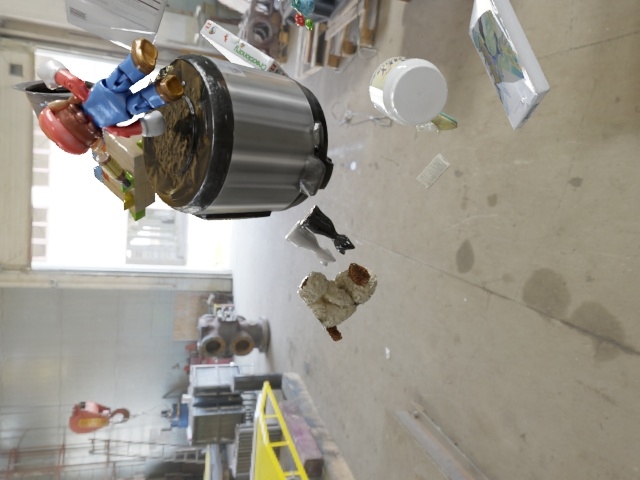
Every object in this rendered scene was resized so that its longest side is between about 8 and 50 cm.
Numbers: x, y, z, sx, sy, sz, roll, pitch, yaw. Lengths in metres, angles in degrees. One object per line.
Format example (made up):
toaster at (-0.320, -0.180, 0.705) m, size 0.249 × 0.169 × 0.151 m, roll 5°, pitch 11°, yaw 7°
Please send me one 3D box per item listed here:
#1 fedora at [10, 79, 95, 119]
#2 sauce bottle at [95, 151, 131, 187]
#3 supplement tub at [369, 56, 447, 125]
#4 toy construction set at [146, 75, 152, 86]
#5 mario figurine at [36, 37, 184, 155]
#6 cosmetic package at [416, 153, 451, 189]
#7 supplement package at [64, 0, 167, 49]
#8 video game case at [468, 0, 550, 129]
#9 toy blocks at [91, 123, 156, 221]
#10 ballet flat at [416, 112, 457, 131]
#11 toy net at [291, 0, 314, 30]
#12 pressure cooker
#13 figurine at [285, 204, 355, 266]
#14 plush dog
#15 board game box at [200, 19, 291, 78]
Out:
fedora at (-0.862, -0.456, 1.547) m, size 0.275 × 0.243 × 0.124 m, roll -68°, pitch -14°, yaw -61°
sauce bottle at (-0.558, -0.188, 1.260) m, size 0.128 × 0.042 × 0.042 m, roll 76°, pitch -174°, yaw -61°
supplement tub at (0.330, -0.568, 1.765) m, size 0.325 × 0.235 × 0.236 m, roll -107°, pitch 26°, yaw -66°
toy construction set at (-0.412, -0.408, 1.442) m, size 0.309 × 0.257 × 0.237 m, roll 36°, pitch -141°, yaw -60°
mario figurine at (-0.452, -0.301, 0.981) m, size 0.198 × 0.320 × 0.170 m, roll 69°, pitch -163°, yaw -2°
cosmetic package at (0.404, -0.246, 1.661) m, size 0.060 × 0.041 × 0.115 m, roll 45°, pitch 122°, yaw 7°
supplement package at (-0.455, -0.620, 1.089) m, size 0.199 × 0.198 × 0.263 m, roll 10°, pitch 83°, yaw 63°
video game case at (0.473, -0.474, 1.197) m, size 0.300 × 0.036 × 0.329 m, roll 11°, pitch -123°, yaw -77°
toy blocks at (-0.722, -0.288, 1.683) m, size 0.261 × 0.190 × 0.381 m, roll 40°, pitch 140°, yaw 12°
ballet flat at (0.419, -0.540, 2.007) m, size 0.123 × 0.348 × 0.123 m, roll -50°, pitch -15°, yaw -19°
toy net at (-0.102, -0.796, 1.550) m, size 0.045 × 0.232 × 0.122 m, roll 12°, pitch 93°, yaw 40°
pressure cooker at (-0.182, -0.246, 1.175) m, size 0.375 × 0.420 × 0.370 m, roll -21°, pitch 80°, yaw 44°
figurine at (0.000, 0.000, 1.740) m, size 0.215 × 0.209 × 0.092 m, roll -39°, pitch 14°, yaw 52°
plush dog at (0.078, 0.167, 1.446) m, size 0.211 × 0.225 × 0.262 m, roll 55°, pitch 180°, yaw 14°
board game box at (-0.215, -0.559, 1.454) m, size 0.305 × 0.193 × 0.053 m, roll 39°, pitch 97°, yaw 24°
